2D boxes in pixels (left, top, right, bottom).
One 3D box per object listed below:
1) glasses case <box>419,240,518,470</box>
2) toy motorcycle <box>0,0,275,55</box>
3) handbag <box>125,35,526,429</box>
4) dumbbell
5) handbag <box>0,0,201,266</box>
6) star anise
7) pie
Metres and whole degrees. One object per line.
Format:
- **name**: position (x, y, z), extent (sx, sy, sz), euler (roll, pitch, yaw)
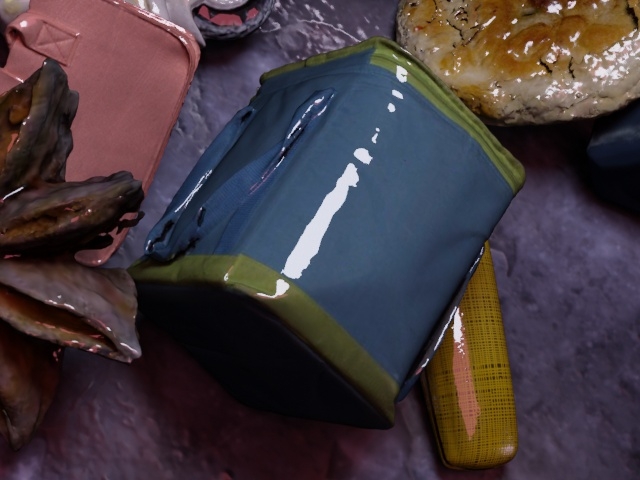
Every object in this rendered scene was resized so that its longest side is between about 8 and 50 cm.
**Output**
- **glasses case**: position (0.122, 0.084, 1.176), extent (0.079, 0.064, 0.234), euler (-1, 73, -21)
- **toy motorcycle**: position (-0.221, -0.249, 1.177), extent (0.340, 0.108, 0.223), euler (37, 77, 1)
- **handbag**: position (0.000, 0.000, 1.072), extent (0.222, 0.263, 0.241), euler (43, 68, -22)
- **dumbbell**: position (0.357, -0.180, 1.267), extent (0.143, 0.156, 0.316), euler (34, 66, -33)
- **handbag**: position (-0.204, -0.099, 1.110), extent (0.157, 0.059, 0.213), euler (25, 101, -3)
- **star anise**: position (-0.262, -0.002, 1.034), extent (0.331, 0.117, 0.332), euler (3, 99, 21)
- **pie**: position (0.202, -0.212, 1.231), extent (0.274, 0.055, 0.274), euler (-8, 58, 14)
